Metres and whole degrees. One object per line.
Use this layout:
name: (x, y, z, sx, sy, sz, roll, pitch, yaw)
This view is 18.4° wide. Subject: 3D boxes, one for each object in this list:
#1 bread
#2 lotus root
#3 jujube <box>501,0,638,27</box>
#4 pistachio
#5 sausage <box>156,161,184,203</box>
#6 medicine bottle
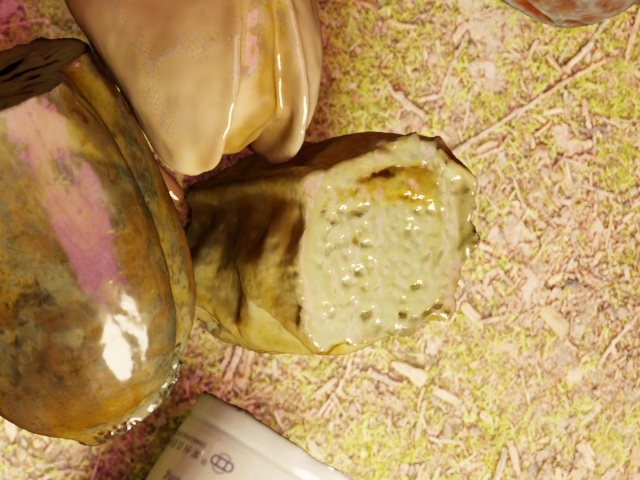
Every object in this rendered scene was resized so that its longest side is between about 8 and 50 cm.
bread: (-0.001, 0.006, 1.876, 0.238, 0.252, 0.196, -25, 105, -23)
lotus root: (-0.241, 0.009, 1.745, 0.250, 0.250, 0.346, -33, 109, -24)
jujube: (0.224, -0.373, 1.995, 0.308, 0.215, 0.246, 39, 74, -26)
pistachio: (-0.110, -0.210, 1.804, 0.229, 0.238, 0.321, -11, 67, -24)
sausage: (-0.173, -0.076, 1.897, 0.116, 0.026, 0.026, 46, 72, -25)
medicine bottle: (-0.119, 0.329, 1.858, 0.190, 0.190, 0.332, 37, 80, -27)
